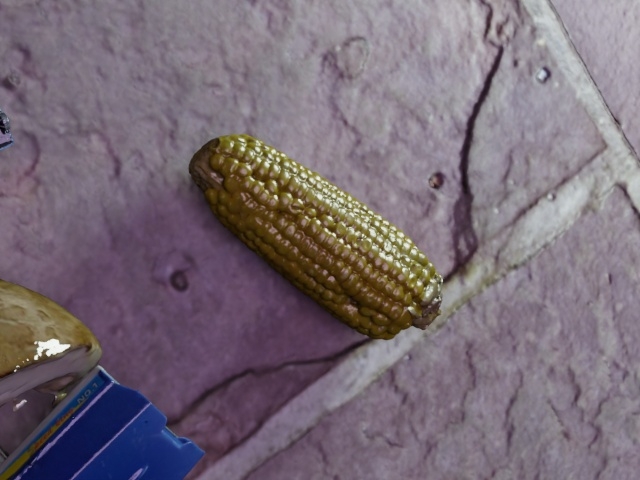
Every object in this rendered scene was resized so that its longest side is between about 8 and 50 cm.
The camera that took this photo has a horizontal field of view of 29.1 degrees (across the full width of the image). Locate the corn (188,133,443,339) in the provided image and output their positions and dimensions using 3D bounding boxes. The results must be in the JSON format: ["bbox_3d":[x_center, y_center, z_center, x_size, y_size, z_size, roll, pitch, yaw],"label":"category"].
[{"bbox_3d":[0.000,0.000,1.055,0.261,0.097,0.097,36,75,-18],"label":"corn"}]

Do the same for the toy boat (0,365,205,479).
[{"bbox_3d":[-0.232,0.233,0.948,0.295,0.088,0.129,-46,136,-9],"label":"toy boat"}]

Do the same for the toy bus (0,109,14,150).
[{"bbox_3d":[-0.274,-0.106,0.960,0.038,0.046,0.083,-26,102,-22],"label":"toy bus"}]

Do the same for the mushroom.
[{"bbox_3d":[-0.314,0.087,0.905,0.285,0.156,0.151,-23,73,-27],"label":"mushroom"}]
